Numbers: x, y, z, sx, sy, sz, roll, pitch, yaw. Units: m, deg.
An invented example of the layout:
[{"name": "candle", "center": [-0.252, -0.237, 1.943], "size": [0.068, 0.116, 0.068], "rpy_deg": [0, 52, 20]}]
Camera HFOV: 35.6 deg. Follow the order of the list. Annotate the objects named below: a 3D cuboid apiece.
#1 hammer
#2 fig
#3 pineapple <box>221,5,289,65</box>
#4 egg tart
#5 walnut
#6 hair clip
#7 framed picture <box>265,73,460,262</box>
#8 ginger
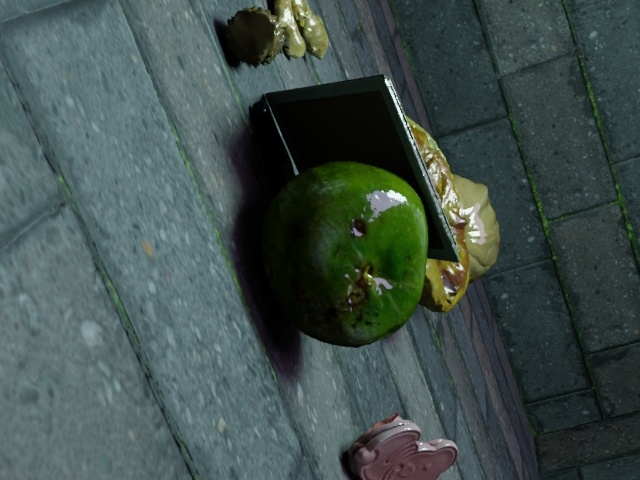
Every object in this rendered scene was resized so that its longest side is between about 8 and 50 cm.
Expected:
[{"name": "hammer", "center": [-0.040, -0.087, 1.259], "size": [0.078, 0.021, 0.201], "rpy_deg": [-84, 154, -59]}, {"name": "fig", "center": [0.000, 0.000, 1.115], "size": [0.235, 0.203, 0.203], "rpy_deg": [21, -38, 51]}, {"name": "pineapple", "center": [-0.073, -0.252, 1.243], "size": [0.159, 0.074, 0.074], "rpy_deg": [-64, 136, -80]}, {"name": "egg tart", "center": [0.128, -0.048, 1.601], "size": [0.351, 0.153, 0.339], "rpy_deg": [70, 19, 1]}, {"name": "walnut", "center": [0.230, -0.021, 1.860], "size": [0.261, 0.225, 0.225], "rpy_deg": [-84, 155, -79]}, {"name": "hair clip", "center": [0.093, 0.266, 1.200], "size": [0.102, 0.123, 0.138], "rpy_deg": [47, 3, 13]}, {"name": "framed picture", "center": [0.045, -0.086, 1.205], "size": [0.293, 0.018, 0.231], "rpy_deg": [9, -54, 61]}, {"name": "ginger", "center": [-0.031, -0.346, 1.543], "size": [0.193, 0.053, 0.176], "rpy_deg": [-88, 162, -51]}]
